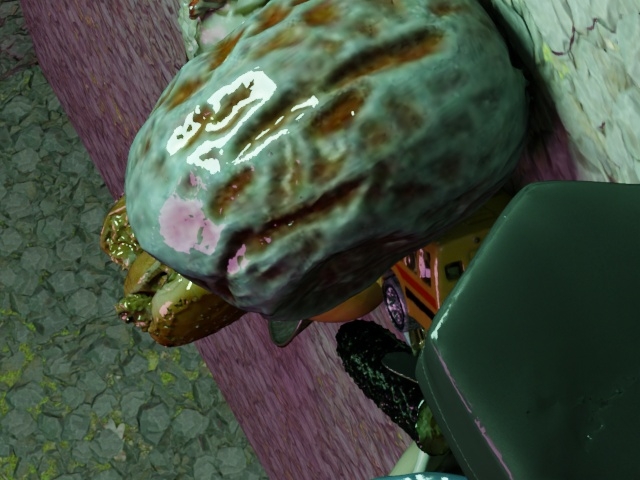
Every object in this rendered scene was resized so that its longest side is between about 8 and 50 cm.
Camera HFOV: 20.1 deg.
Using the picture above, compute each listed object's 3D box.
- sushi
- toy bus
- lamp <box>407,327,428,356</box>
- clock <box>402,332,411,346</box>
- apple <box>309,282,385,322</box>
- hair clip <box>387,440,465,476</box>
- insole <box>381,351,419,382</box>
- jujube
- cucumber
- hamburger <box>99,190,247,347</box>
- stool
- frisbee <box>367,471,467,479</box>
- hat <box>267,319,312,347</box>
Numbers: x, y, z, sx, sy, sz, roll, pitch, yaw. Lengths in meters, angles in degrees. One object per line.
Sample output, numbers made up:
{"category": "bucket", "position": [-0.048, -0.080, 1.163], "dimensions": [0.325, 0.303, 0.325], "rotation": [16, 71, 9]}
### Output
{"category": "sushi", "position": [-0.081, -0.199, 1.918], "dimensions": [0.332, 0.124, 0.130], "rotation": [83, 168, -62]}
{"category": "toy bus", "position": [0.083, -0.017, 1.596], "dimensions": [0.335, 0.121, 0.123], "rotation": [-136, 32, -59]}
{"category": "lamp", "position": [0.176, 0.128, 1.563], "dimensions": [0.325, 0.090, 0.089], "rotation": [47, 159, 53]}
{"category": "clock", "position": [0.129, 0.100, 1.803], "dimensions": [0.110, 0.050, 0.152], "rotation": [65, 169, -4]}
{"category": "apple", "position": [0.000, 0.000, 1.886], "dimensions": [0.199, 0.199, 0.199], "rotation": [60, 168, 22]}
{"category": "hair clip", "position": [0.122, 0.258, 1.922], "dimensions": [0.113, 0.172, 0.282], "rotation": [38, 155, 2]}
{"category": "insole", "position": [0.140, 0.142, 1.666], "dimensions": [0.188, 0.064, 0.004], "rotation": [23, 115, 23]}
{"category": "jujube", "position": [-0.003, -0.073, 1.374], "dimensions": [0.215, 0.308, 0.246], "rotation": [58, 174, 13]}
{"category": "cucumber", "position": [0.070, 0.136, 1.832], "dimensions": [0.072, 0.072, 0.300], "rotation": [69, 168, -21]}
{"category": "hamburger", "position": [-0.182, 0.024, 2.511], "dimensions": [0.211, 0.260, 0.245], "rotation": [56, 159, 22]}
{"category": "stool", "position": [0.178, 0.078, 1.139], "dimensions": [0.232, 0.232, 0.141], "rotation": [61, 170, 15]}
{"category": "frisbee", "position": [0.138, 0.319, 1.833], "dimensions": [0.049, 0.289, 0.289], "rotation": [-73, -24, -44]}
{"category": "hat", "position": [0.004, 0.044, 2.191], "dimensions": [0.193, 0.082, 0.193], "rotation": [-165, 90, -73]}
